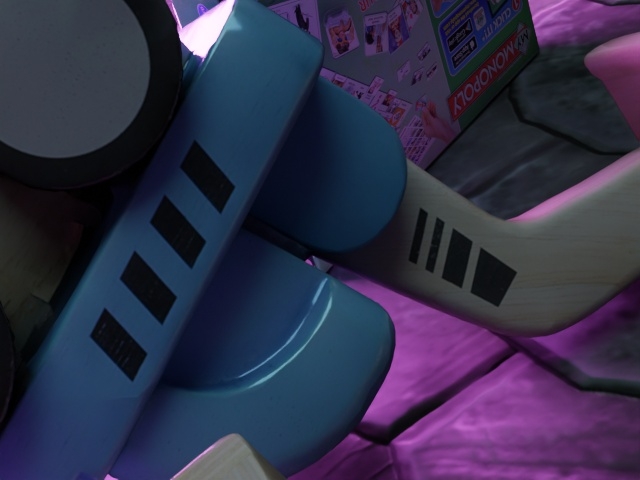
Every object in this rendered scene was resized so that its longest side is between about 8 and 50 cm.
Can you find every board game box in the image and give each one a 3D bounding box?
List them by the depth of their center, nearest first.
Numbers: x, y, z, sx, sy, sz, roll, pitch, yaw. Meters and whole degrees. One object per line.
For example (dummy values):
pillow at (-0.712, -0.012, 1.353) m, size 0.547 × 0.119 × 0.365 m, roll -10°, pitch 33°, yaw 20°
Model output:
board game box at (0.044, -0.151, 0.867) m, size 0.046 × 0.213 × 0.317 m, roll 10°, pitch 42°, yaw 38°

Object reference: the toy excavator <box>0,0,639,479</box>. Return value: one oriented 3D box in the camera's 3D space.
toy excavator at (0.000, 0.000, 0.651) m, size 0.433 × 0.445 × 0.222 m, roll -62°, pitch 18°, yaw -8°

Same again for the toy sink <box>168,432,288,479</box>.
toy sink at (-0.053, 0.206, 0.382) m, size 0.234 × 0.153 × 0.131 m, roll -39°, pitch 42°, yaw -3°
